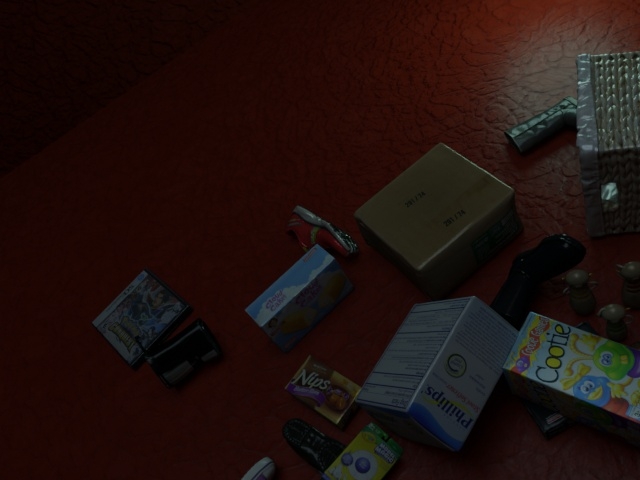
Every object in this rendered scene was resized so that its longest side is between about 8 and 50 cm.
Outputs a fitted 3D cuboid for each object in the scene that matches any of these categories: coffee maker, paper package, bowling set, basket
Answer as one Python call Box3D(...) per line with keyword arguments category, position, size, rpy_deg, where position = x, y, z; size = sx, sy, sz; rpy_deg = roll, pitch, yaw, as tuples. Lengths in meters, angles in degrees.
Box3D(category="coffee maker", position=(-0.388, 0.296, 1.882), size=(0.178, 0.171, 0.120), rpy_deg=(-36, 30, -4))
Box3D(category="paper package", position=(0.309, -0.050, 1.790), size=(0.325, 0.168, 0.309), rpy_deg=(-39, 48, -6))
Box3D(category="bowling set", position=(0.680, 0.148, 1.441), size=(0.287, 0.154, 0.199), rpy_deg=(-15, 49, 17))
Box3D(category="basket", position=(0.745, -0.227, 1.591), size=(0.266, 0.328, 0.331), rpy_deg=(-3, 53, 24))

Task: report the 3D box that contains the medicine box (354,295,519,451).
Box3D(category="medicine box", position=(0.249, 0.283, 1.483), size=(0.289, 0.149, 0.263), rpy_deg=(-55, 11, -18))

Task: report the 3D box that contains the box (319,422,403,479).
Box3D(category="box", position=(0.097, 0.496, 1.509), size=(0.105, 0.043, 0.179), rpy_deg=(40, 62, 16))

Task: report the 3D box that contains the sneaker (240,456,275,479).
Box3D(category="sneaker", position=(-0.150, 0.646, 1.544), size=(0.161, 0.102, 0.282), rpy_deg=(27, 61, 16))

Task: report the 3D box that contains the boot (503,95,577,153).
Box3D(category="boot", position=(0.640, -0.308, 1.884), size=(0.209, 0.076, 0.189), rpy_deg=(-26, 32, -2))

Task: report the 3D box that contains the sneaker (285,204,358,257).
Box3D(category="sneaker", position=(0.000, 0.000, 1.983), size=(0.279, 0.107, 0.118), rpy_deg=(32, 92, 45))

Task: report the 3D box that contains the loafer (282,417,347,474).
Box3D(category="loafer", position=(0.008, 0.497, 1.580), size=(0.220, 0.078, 0.080), rpy_deg=(35, 62, 25))

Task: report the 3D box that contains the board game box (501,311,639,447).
Box3D(category="board game box", position=(0.528, 0.276, 1.356), size=(0.275, 0.144, 0.142), rpy_deg=(20, 67, 36))

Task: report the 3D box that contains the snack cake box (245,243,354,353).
Box3D(category="snack cake box", position=(-0.052, 0.157, 1.826), size=(0.264, 0.152, 0.089), rpy_deg=(-43, 47, -8))

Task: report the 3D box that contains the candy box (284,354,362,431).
Box3D(category="candy box", position=(0.014, 0.376, 1.685), size=(0.187, 0.053, 0.109), rpy_deg=(26, 70, 38))

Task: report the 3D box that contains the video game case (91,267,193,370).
Box3D(category="video game case", position=(-0.558, 0.236, 2.114), size=(0.248, 0.035, 0.275), rpy_deg=(-47, 47, -13))

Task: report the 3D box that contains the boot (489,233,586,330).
Box3D(category="boot", position=(0.485, 0.108, 1.555), size=(0.207, 0.094, 0.246), rpy_deg=(-57, 6, -22))

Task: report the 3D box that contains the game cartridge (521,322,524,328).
Box3D(category="game cartridge", position=(0.501, 0.220, 1.576), size=(0.056, 0.017, 0.083), rpy_deg=(-29, 46, 10))

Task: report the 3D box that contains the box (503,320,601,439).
Box3D(category="box", position=(0.533, 0.299, 1.469), size=(0.220, 0.051, 0.175), rpy_deg=(-30, 47, 3))
